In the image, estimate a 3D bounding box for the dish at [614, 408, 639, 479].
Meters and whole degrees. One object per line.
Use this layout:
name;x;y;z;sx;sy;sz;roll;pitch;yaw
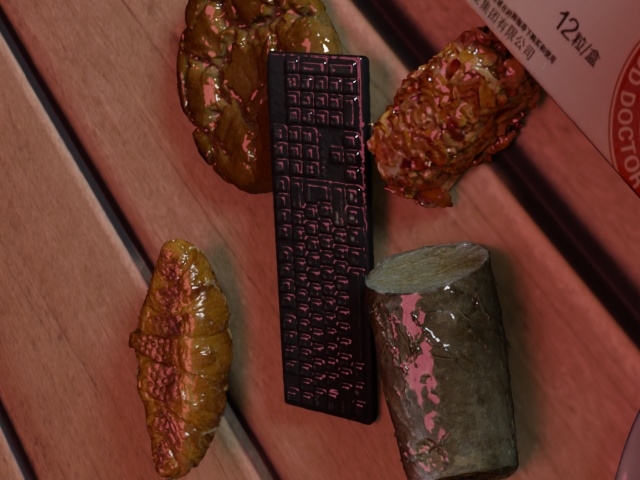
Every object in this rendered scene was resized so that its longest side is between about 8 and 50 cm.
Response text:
dish;0.260;0.197;0.639;0.273;0.133;0.274;-172;90;-85

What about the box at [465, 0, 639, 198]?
box;0.188;-0.193;0.705;0.353;0.069;0.214;54;134;26

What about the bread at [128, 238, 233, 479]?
bread;-0.130;0.113;1.134;0.104;0.076;0.233;6;95;37

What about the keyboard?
keyboard;0.000;0.000;0.965;0.100;0.018;0.310;10;110;34

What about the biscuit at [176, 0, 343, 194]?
biscuit;-0.061;-0.147;1.028;0.226;0.042;0.226;14;108;49

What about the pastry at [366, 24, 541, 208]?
pastry;0.087;-0.088;0.845;0.087;0.063;0.169;59;135;21

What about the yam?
yam;0.091;0.096;0.851;0.107;0.107;0.183;-10;91;51
